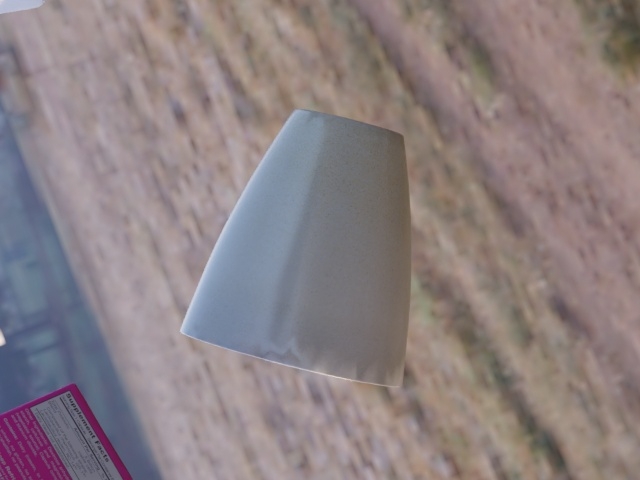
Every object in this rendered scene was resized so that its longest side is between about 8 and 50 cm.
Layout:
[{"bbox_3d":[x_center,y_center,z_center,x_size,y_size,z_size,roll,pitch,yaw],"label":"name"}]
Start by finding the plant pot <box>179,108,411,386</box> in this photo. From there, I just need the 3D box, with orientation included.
[{"bbox_3d":[0.000,0.000,2.139,0.256,0.256,0.274,-160,84,-79],"label":"plant pot"}]

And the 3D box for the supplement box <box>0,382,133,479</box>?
[{"bbox_3d":[-0.287,0.223,1.681,0.220,0.111,0.114,-20,-104,-56],"label":"supplement box"}]

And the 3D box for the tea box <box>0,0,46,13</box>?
[{"bbox_3d":[-0.311,-0.345,1.166,0.329,0.220,0.324,90,164,-46],"label":"tea box"}]
